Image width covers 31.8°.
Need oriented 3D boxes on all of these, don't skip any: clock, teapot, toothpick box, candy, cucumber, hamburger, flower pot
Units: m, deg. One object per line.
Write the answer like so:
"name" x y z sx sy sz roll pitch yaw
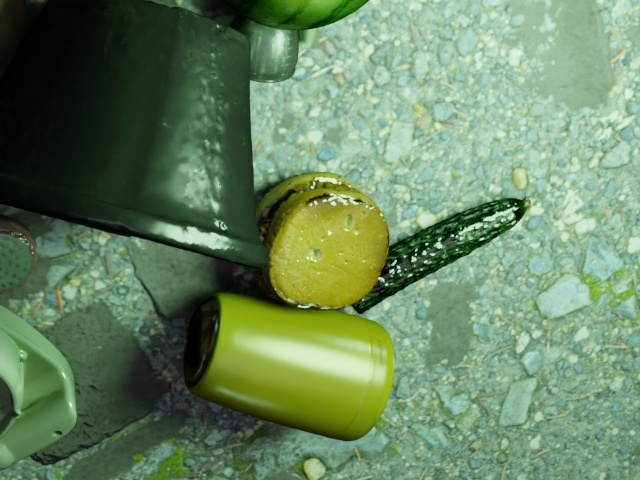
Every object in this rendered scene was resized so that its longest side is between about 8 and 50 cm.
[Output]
"clock" -0.488 0.179 1.406 0.265 0.109 0.324 -27 135 9
"teapot" -0.061 -0.253 1.346 0.092 0.124 0.091 22 128 7
"toothpick box" -0.052 0.166 1.539 0.271 0.175 0.175 16 113 -21
"candy" -0.408 0.018 1.415 0.103 0.043 0.103 -6 118 -11
"cucumber" 0.161 0.010 1.578 0.293 0.067 0.068 -29 123 -2
"hamburger" -0.008 0.004 1.488 0.181 0.118 0.191 32 100 -27
"flower pot" -0.218 -0.129 1.228 0.379 0.379 0.251 16 89 -25

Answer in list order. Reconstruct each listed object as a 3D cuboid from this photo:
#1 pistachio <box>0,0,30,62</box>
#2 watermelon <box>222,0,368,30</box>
"pistachio" -0.383 -0.266 1.223 0.124 0.124 0.185 -23 139 -3
"watermelon" -0.026 -0.348 1.210 0.242 0.242 0.242 -8 121 -13
